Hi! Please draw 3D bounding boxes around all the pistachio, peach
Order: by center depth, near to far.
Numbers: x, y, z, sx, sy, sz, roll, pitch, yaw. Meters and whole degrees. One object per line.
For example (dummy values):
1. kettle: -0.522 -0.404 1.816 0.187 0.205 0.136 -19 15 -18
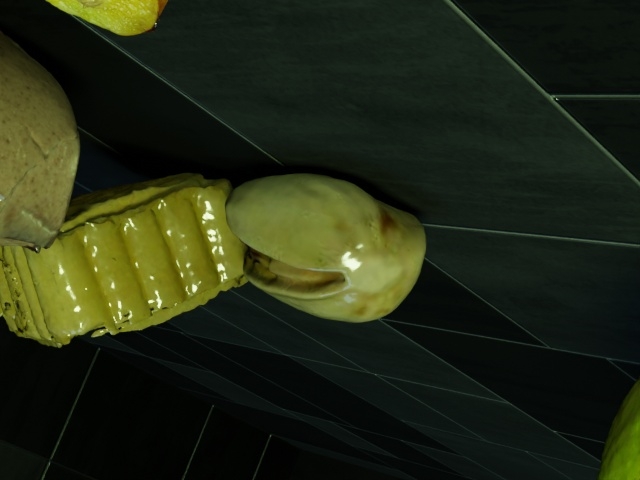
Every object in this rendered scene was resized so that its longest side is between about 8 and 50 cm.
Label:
1. peach: -0.132 -0.173 0.795 0.098 0.061 0.098 17 153 9
2. pistachio: 0.000 0.000 1.150 0.206 0.131 0.130 17 123 48

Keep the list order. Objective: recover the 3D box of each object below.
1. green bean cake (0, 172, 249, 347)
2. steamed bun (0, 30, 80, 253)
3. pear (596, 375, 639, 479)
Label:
1. green bean cake: -0.202 0.013 1.275 0.229 0.131 0.224 -20 -170 -27
2. steamed bun: -0.339 -0.111 1.097 0.251 0.199 0.301 11 -176 -38
3. pear: 0.356 0.212 0.903 0.391 0.391 0.391 21 166 5
